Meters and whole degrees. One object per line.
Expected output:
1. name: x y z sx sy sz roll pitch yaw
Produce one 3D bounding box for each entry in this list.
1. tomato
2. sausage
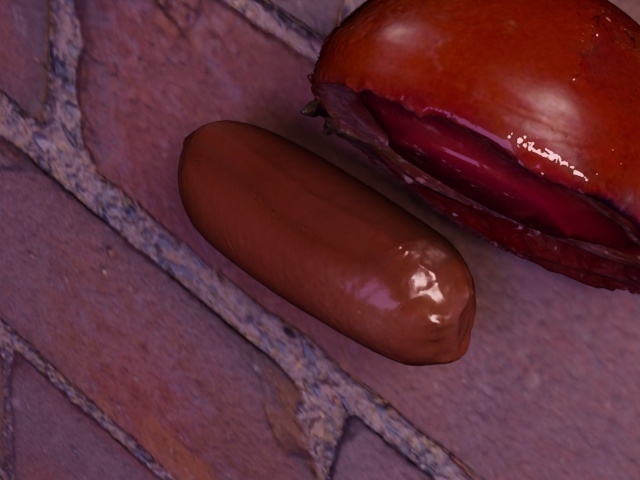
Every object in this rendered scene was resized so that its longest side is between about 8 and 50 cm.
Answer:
1. tomato: 0.088 -0.054 0.634 0.173 0.099 0.189 26 175 15
2. sausage: 0.000 0.000 0.788 0.194 0.077 0.077 31 136 31
